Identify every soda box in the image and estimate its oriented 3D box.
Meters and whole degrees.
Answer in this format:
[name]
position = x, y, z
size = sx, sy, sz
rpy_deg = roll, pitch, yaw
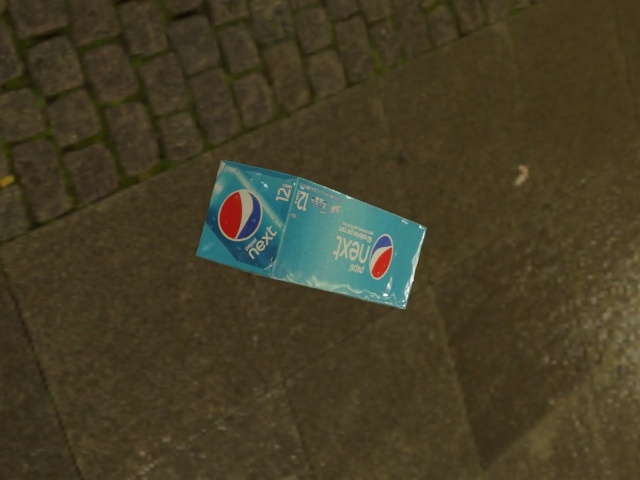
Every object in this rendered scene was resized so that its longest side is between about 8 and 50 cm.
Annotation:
[soda box]
position = 0.000, 0.000, 0.880
size = 0.210, 0.067, 0.071
rpy_deg = 17, 87, -59
